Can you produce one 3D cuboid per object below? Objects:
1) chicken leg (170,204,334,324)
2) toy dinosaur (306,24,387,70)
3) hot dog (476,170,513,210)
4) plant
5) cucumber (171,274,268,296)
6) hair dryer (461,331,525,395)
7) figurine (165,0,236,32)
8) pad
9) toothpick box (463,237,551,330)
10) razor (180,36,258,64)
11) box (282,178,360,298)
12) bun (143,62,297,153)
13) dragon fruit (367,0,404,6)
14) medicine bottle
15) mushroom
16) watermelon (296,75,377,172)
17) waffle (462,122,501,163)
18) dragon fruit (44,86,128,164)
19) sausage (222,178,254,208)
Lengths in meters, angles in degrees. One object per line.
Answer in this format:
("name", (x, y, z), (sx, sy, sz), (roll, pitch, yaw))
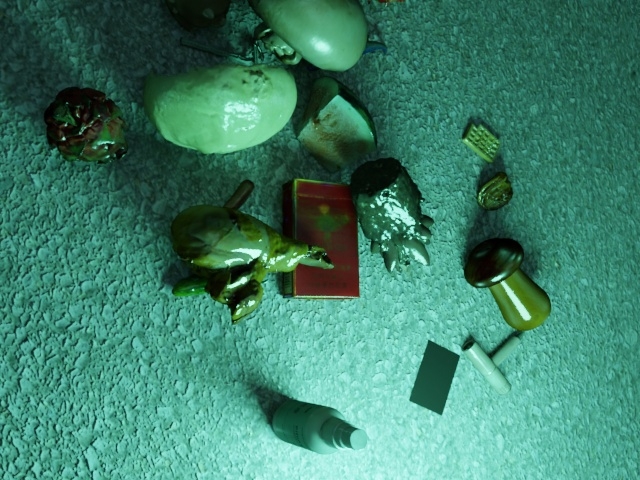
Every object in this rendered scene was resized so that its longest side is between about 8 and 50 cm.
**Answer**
("chicken leg", (-0.159, 0.066, 1.590), (0.409, 0.182, 0.295), (8, 59, -24))
("toy dinosaur", (0.087, -0.539, 1.927), (0.247, 0.075, 0.188), (19, 84, -30))
("hot dog", (0.559, -0.158, 2.107), (0.147, 0.065, 0.099), (-36, 110, -29))
("plant", (0.200, -0.057, 1.789), (0.321, 0.181, 0.194), (57, 31, -37))
("cucumber", (-0.249, 0.106, 1.656), (0.250, 0.056, 0.056), (-3, 84, -26))
("hair dryer", (0.555, 0.329, 2.043), (0.195, 0.053, 0.220), (48, 64, -13))
("figurine", (-0.317, -0.651, 1.656), (0.177, 0.173, 0.247), (-22, 94, -28))
("pad", (0.338, 0.404, 1.948), (0.127, 0.004, 0.190), (29, 70, -21))
("toothpick box", (0.569, 0.128, 2.008), (0.294, 0.192, 0.192), (49, 65, -19))
("razor", (-0.265, -0.499, 1.746), (0.211, 0.036, 0.084), (7, 56, -21))
("box", (0.001, 0.001, 1.779), (0.197, 0.089, 0.314), (3, 82, -25))
("bun", (-0.233, -0.308, 1.573), (0.364, 0.364, 0.202), (-11, 101, -28))
("dragon fruit", (0.209, -0.793, 1.929), (0.267, 0.205, 0.210), (13, 68, -10))
("medicine bottle", (0.002, 0.447, 1.568), (0.110, 0.351, 0.110), (4, 81, -27))
("mushroom", (-0.056, -0.566, 1.717), (0.362, 0.362, 0.294), (40, 107, -17))
("watermelon", (0.036, -0.312, 1.795), (0.201, 0.262, 0.213), (-45, 109, 4))
("waffle", (0.520, -0.320, 2.134), (0.135, 0.021, 0.092), (35, 70, -20))
("dragon fruit", (-0.528, -0.253, 1.493), (0.182, 0.182, 0.189), (-25, 133, -28))
("sausage", (-0.232, -0.091, 1.699), (0.047, 0.040, 0.177), (47, 67, -15))
